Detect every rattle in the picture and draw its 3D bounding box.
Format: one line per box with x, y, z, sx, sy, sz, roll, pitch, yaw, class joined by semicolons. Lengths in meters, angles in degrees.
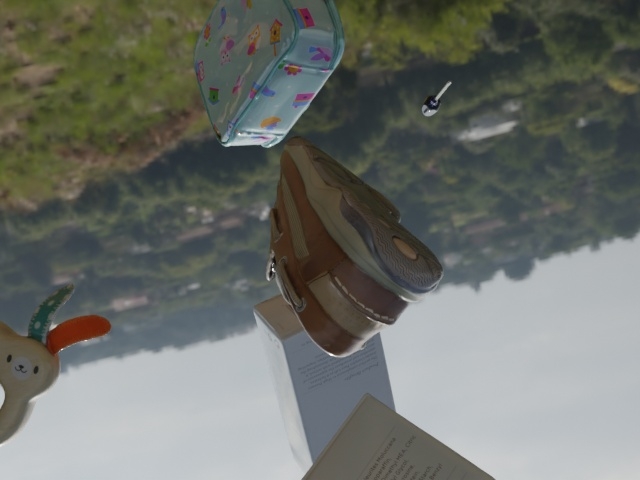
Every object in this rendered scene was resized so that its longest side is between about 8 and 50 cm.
-0.301;0.113;1.022;0.199;0.130;0.143;-23;159;18;rattle

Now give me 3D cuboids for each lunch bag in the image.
-0.080;-0.288;1.686;0.108;0.224;0.279;2;145;-33;lunch bag

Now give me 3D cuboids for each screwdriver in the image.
0.150;-0.190;1.522;0.025;0.024;0.170;27;173;3;screwdriver

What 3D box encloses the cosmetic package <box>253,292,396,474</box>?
0.012;0.161;1.305;0.117;0.231;0.085;-22;-147;-18;cosmetic package

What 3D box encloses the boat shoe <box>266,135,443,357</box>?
0.000;0.000;0.979;0.116;0.123;0.324;-52;-165;8;boat shoe

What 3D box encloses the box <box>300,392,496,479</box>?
0.023;0.244;0.866;0.182;0.119;0.181;-50;165;-29;box
